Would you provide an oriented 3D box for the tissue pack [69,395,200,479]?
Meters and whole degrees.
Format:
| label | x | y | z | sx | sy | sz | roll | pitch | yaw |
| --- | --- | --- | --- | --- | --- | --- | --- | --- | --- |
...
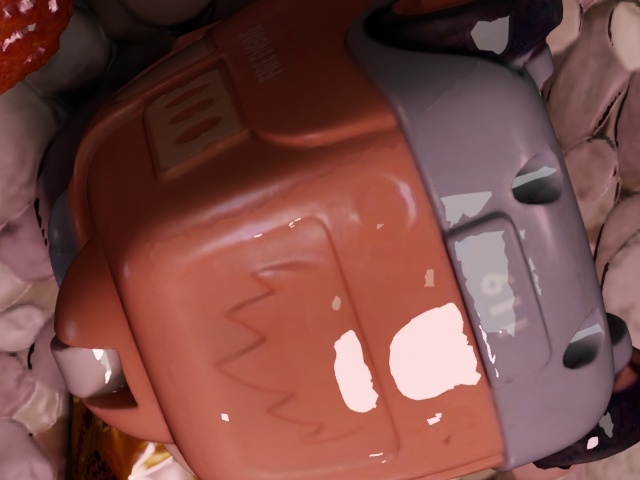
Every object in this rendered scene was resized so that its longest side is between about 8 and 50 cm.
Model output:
| label | x | y | z | sx | sy | sz | roll | pitch | yaw |
| --- | --- | --- | --- | --- | --- | --- | --- | --- | --- |
| tissue pack | -0.034 | 0.173 | 0.896 | 0.183 | 0.092 | 0.226 | -3 | 108 | -28 |

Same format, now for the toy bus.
| label | x | y | z | sx | sy | sz | roll | pitch | yaw |
| --- | --- | --- | --- | --- | --- | --- | --- | --- | --- |
| toy bus | 0.000 | 0.000 | 0.765 | 0.232 | 0.288 | 0.194 | -22 | 109 | -3 |

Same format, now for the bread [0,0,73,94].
| label | x | y | z | sx | sy | sz | roll | pitch | yaw |
| --- | --- | --- | --- | --- | --- | --- | --- | --- | --- |
| bread | -0.133 | -0.181 | 0.728 | 0.139 | 0.095 | 0.269 | 10 | 105 | -23 |
